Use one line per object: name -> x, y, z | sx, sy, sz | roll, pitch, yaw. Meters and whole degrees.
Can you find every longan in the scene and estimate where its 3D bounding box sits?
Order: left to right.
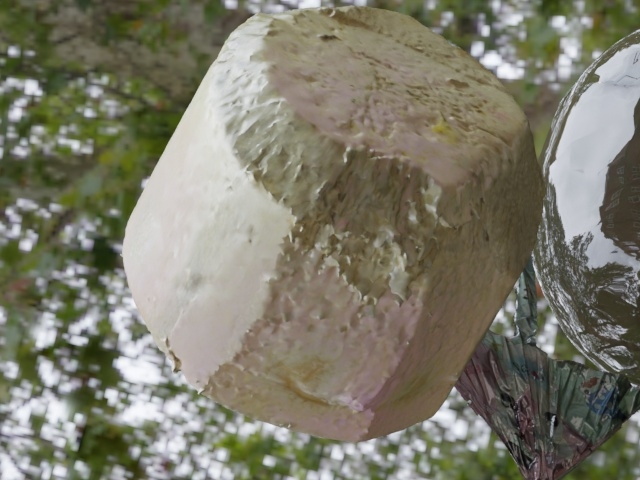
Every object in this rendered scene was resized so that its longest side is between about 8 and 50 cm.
longan -> 0.248, -0.020, 0.964 | 0.248, 0.248, 0.248 | -17, -69, -53

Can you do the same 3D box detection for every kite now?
kite -> 0.090, 0.047, 0.645 | 0.139, 0.011, 0.156 | 25, -139, -19

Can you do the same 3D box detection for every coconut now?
coconut -> 0.000, 0.000, 0.456 | 0.116, 0.116, 0.122 | -31, -25, -48
